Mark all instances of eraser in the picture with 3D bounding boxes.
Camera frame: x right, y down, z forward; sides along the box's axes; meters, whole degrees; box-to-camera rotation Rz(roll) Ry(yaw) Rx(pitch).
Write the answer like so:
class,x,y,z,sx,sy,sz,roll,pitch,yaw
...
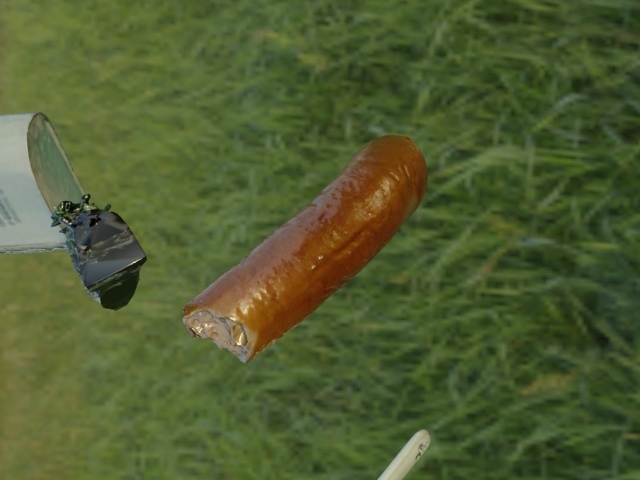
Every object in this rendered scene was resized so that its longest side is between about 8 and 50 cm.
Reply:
class,x,y,z,sx,sy,sz,roll,pitch,yaw
eraser,-0.366,-0.050,1.506,0.174,0.227,0.081,71,-159,-49

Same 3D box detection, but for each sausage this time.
class,x,y,z,sx,sy,sz,roll,pitch,yaw
sausage,0.004,-0.001,1.295,0.103,0.302,0.076,-13,113,53

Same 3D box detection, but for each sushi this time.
class,x,y,z,sx,sy,sz,roll,pitch,yaw
sushi,-0.186,0.008,1.262,0.084,0.056,0.083,59,169,20

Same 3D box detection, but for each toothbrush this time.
class,x,y,z,sx,sy,sz,roll,pitch,yaw
toothbrush,-0.012,0.316,1.313,0.386,0.040,0.040,-48,7,-22
